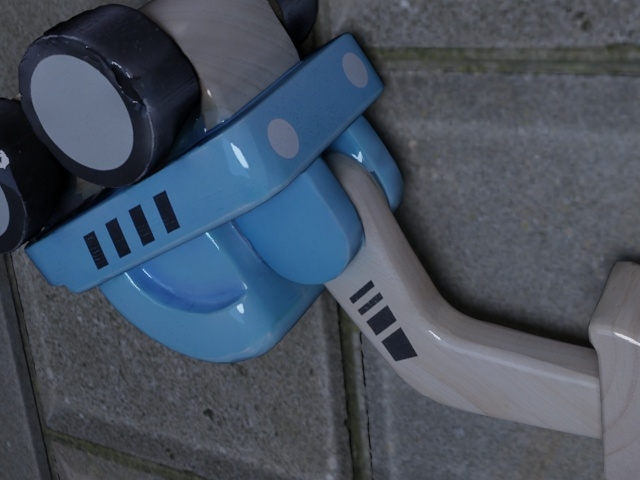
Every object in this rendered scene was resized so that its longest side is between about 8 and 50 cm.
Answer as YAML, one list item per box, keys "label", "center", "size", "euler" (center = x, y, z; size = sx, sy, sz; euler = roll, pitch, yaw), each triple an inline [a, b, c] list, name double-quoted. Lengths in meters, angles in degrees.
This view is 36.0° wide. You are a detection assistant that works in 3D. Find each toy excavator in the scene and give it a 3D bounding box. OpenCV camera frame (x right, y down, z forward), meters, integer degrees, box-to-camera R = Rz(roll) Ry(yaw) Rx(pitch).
- label: "toy excavator"
  center: [0.000, 0.000, 0.714]
  size: [0.433, 0.222, 0.445]
  euler: [-22, 109, 40]
